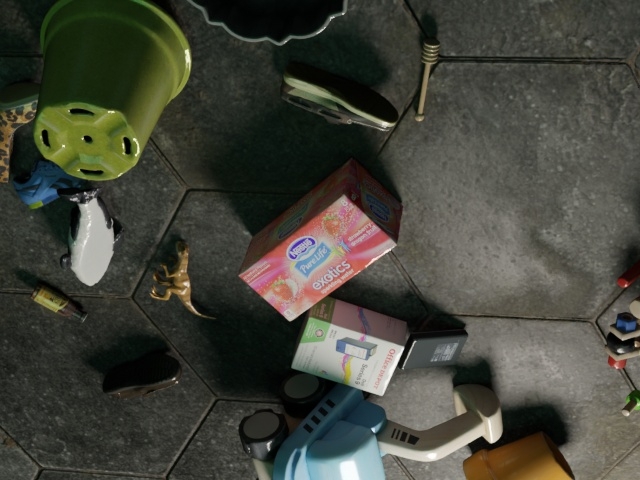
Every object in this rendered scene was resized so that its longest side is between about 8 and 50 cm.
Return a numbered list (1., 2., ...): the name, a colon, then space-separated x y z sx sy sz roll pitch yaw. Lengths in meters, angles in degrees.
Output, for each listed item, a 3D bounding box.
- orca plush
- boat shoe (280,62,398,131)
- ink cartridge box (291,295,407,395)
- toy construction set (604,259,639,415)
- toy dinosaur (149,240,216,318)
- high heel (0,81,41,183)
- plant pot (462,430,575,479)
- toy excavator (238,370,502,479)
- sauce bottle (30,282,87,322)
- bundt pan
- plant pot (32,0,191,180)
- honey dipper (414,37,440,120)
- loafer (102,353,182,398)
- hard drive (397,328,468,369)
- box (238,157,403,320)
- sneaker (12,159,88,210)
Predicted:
1. orca plush: -0.498 -0.028 2.027 0.102 0.151 0.287 42 160 25
2. boat shoe: 0.031 -0.249 1.803 0.223 0.080 0.073 24 131 0
3. ink cartridge box: 0.061 0.222 2.111 0.212 0.093 0.154 17 125 -4
4. toy construction set: 0.702 0.157 1.923 0.257 0.237 0.309 -8 109 50
5. toy dinosaur: -0.299 0.103 2.111 0.112 0.064 0.211 -1 124 10
6. high heel: -0.579 -0.207 1.939 0.261 0.093 0.186 -12 129 19
7. plant pot: 0.451 0.528 2.203 0.188 0.205 0.205 -36 112 13
8. toy excavator: 0.116 0.439 2.150 0.445 0.433 0.222 15 131 35
9. sauce bottle: -0.579 0.141 2.201 0.128 0.042 0.042 29 124 -13
10. bundt pan: -0.081 -0.495 1.619 0.331 0.124 0.331 5 124 7
11. plant pot: -0.380 -0.252 1.727 0.276 0.254 0.276 3 139 3
12. honey dipper: 0.188 -0.283 1.776 0.030 0.030 0.161 8 127 4
13. loafer: -0.398 0.317 2.278 0.220 0.080 0.078 -14 143 30
14. hard drive: 0.236 0.230 2.088 0.135 0.022 0.094 -2 131 -27
15. box: 0.000 0.000 1.936 0.300 0.142 0.154 -36 111 29
16. sneaker: -0.528 -0.133 1.985 0.209 0.069 0.082 -22 114 23
